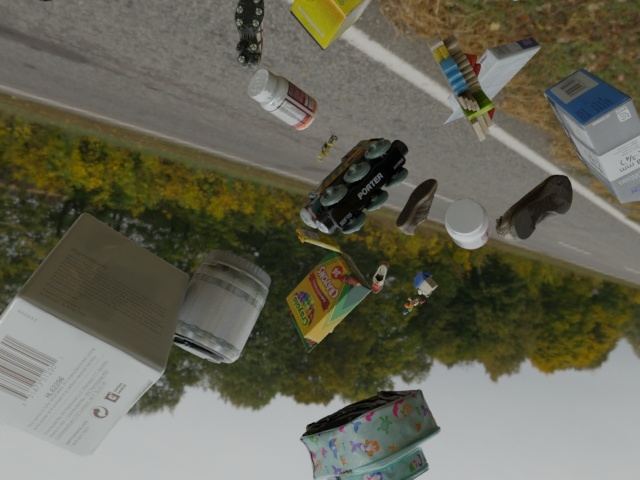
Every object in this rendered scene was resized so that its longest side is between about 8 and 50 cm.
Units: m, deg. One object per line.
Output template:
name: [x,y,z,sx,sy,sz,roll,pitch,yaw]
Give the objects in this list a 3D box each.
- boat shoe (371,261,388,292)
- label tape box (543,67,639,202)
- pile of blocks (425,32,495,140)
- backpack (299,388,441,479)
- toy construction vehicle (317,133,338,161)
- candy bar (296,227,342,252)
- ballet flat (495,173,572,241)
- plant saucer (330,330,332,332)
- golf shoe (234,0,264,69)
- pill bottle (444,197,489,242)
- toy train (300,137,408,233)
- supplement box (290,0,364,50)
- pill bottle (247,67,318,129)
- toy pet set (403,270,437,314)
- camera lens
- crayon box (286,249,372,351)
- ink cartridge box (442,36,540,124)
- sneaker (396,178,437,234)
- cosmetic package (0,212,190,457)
boat shoe: [0.231,0.149,1.979,0.049,0.137,0.043,22,-159,9]
label tape box: [0.668,-0.204,1.159,0.333,0.106,0.240,48,-157,-24]
pile of blocks: [0.467,-0.496,1.580,0.113,0.362,0.149,-30,-161,16]
backpack: [0.112,0.404,1.015,0.225,0.191,0.253,-3,148,-44]
toy construction vehicle: [0.026,-0.326,1.792,0.035,0.098,0.086,35,175,-11]
candy bar: [0.000,0.000,1.171,0.018,0.040,0.162,-40,149,23]
ballet flat: [0.411,-0.063,0.968,0.250,0.084,0.058,-31,-167,-34]
plant saucer: [0.036,0.254,2.059,0.037,0.240,0.241,6,179,-7]
golf shoe: [-0.257,-0.770,1.857,0.105,0.272,0.120,8,-169,3]
pill bottle: [0.563,-0.063,1.928,0.161,0.160,0.283,9,174,23]
toy train: [0.089,-0.148,1.346,0.142,0.334,0.190,51,162,-26]
supplement box: [0.049,-0.844,1.745,0.195,0.194,0.356,47,174,-11]
pill bottle: [-0.122,-0.460,1.645,0.121,0.121,0.221,8,168,46]
toy pet set: [0.296,0.154,1.553,0.065,0.114,0.122,48,-143,18]
camera lens: [-0.286,0.192,1.428,0.220,0.274,0.219,21,158,9]
crayon box: [0.006,0.202,1.726,0.081,0.318,0.202,30,-162,-40]
ink cartridge box: [0.630,-0.607,1.917,0.324,0.071,0.330,-28,167,-38]
sneaker: [0.308,-0.103,1.564,0.071,0.188,0.066,37,180,-35]
cosmetic package: [-0.559,0.208,1.202,0.327,0.329,0.393,35,-161,-21]
